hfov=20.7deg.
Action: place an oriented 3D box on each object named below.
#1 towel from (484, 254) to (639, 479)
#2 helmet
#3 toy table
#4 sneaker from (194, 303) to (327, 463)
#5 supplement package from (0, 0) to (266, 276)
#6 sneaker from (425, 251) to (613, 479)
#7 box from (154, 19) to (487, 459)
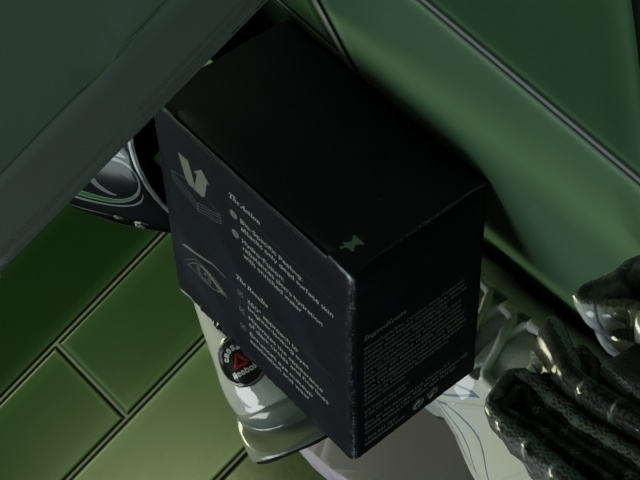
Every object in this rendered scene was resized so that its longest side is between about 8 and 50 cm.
[{"bbox_3d":[0.191,0.150,0.607,0.235,0.121,0.284,49,174,-36],"label":"towel"},{"bbox_3d":[-0.114,-0.090,1.005,0.162,0.169,0.169,21,162,39],"label":"helmet"},{"bbox_3d":[0.077,0.164,1.394,0.274,0.252,0.161,49,165,41],"label":"toy table"},{"bbox_3d":[0.004,0.030,1.220,0.146,0.122,0.330,61,-162,-3],"label":"sneaker"},{"bbox_3d":[-0.132,-0.105,0.718,0.149,0.194,0.203,43,176,1],"label":"supplement package"},{"bbox_3d":[0.092,0.068,1.007,0.129,0.111,0.297,52,173,-27],"label":"sneaker"},{"bbox_3d":[0.000,0.000,0.906,0.156,0.093,0.158,42,153,30],"label":"box"}]
